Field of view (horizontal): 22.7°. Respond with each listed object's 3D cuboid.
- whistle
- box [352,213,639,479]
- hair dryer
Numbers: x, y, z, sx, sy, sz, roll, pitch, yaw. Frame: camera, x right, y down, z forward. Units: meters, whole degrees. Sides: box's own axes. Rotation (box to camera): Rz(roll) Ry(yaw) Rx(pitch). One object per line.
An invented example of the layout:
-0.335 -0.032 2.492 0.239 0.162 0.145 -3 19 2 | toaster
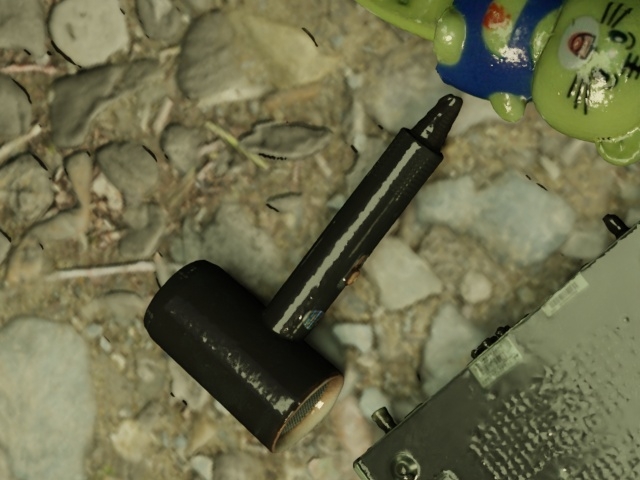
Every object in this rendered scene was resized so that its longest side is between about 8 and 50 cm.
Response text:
0.119 -0.125 0.953 0.227 0.085 0.105 25 93 21 | whistle
0.168 0.123 0.965 0.270 0.045 0.211 -41 78 20 | box
0.000 0.000 1.032 0.128 0.070 0.255 38 99 18 | hair dryer
